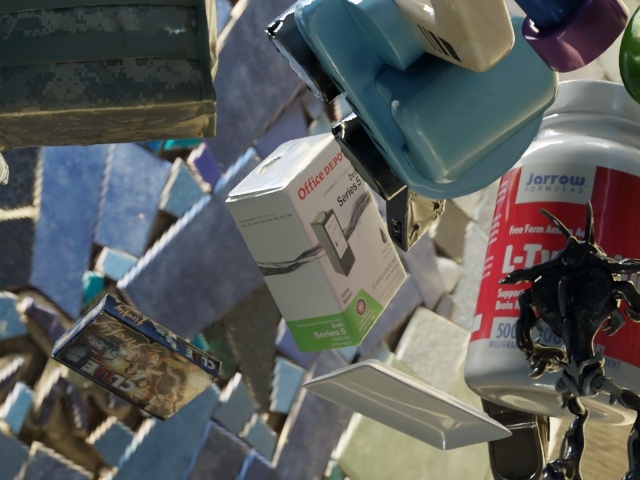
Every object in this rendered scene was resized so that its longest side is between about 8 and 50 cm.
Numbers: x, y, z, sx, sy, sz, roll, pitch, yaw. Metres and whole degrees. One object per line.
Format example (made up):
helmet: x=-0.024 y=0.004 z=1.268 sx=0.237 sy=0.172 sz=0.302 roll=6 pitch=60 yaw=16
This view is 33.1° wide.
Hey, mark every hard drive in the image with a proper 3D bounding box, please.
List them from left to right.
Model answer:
hard drive: x=0.170 y=-0.125 z=1.858 sx=0.054 sy=0.254 sz=0.172 roll=19 pitch=39 yaw=25

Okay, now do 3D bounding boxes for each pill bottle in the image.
pill bottle: x=0.329 y=0.014 z=1.380 sx=0.229 sy=0.229 sz=0.407 roll=-2 pitch=69 yaw=43

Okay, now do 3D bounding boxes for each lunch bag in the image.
lunch bag: x=-0.224 y=-0.248 z=1.076 sx=0.169 sy=0.235 sz=0.286 roll=117 pitch=149 yaw=-79

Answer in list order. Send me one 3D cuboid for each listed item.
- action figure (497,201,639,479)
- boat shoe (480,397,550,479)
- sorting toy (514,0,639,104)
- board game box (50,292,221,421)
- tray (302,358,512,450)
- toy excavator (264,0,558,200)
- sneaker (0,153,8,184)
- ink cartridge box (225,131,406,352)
action figure: x=0.258 y=0.105 z=1.011 sx=0.164 sy=0.141 sz=0.275 roll=-6 pitch=85 yaw=32
boat shoe: x=0.301 y=0.269 z=1.674 sx=0.111 sy=0.104 sz=0.307 roll=-2 pitch=50 yaw=17
sorting toy: x=0.206 y=-0.154 z=0.582 sx=0.127 sy=0.126 sz=0.365 roll=-52 pitch=25 yaw=-8
board game box: x=-0.318 y=0.207 z=1.862 sx=0.165 sy=0.243 sz=0.042 roll=-40 pitch=28 yaw=31
tray: x=0.122 y=0.224 z=1.484 sx=0.145 sy=0.270 sz=0.030 roll=-25 pitch=45 yaw=49
toy excavator: x=0.112 y=-0.191 z=0.995 sx=0.222 sy=0.433 sz=0.445 roll=-38 pitch=31 yaw=-3
sneaker: x=-0.540 y=-0.042 z=1.553 sx=0.085 sy=0.086 sz=0.237 roll=20 pitch=56 yaw=33
ink cartridge box: x=0.000 y=0.000 z=1.623 sx=0.115 sy=0.272 sz=0.198 roll=-10 pitch=25 yaw=35
